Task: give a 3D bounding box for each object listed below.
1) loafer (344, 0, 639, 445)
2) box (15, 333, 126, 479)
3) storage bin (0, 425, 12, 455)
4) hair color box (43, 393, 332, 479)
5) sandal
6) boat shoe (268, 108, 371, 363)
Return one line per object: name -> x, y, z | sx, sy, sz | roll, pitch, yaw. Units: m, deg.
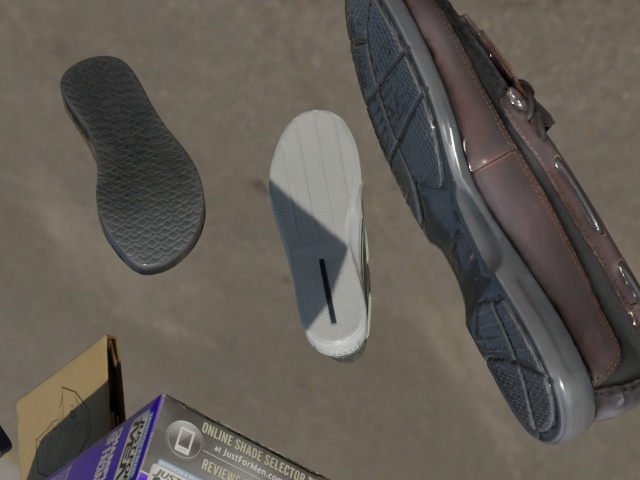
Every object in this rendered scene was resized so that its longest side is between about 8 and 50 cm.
loafer -> 0.109, -0.032, 1.042 | 0.302, 0.095, 0.109 | 67, 161, 13
box -> -0.264, 0.211, 1.877 | 0.201, 0.021, 0.164 | -36, 54, 46
storage bin -> -0.354, 0.174, 1.636 | 0.135, 0.091, 0.098 | 55, -175, 0
hair color box -> -0.157, 0.276, 1.646 | 0.185, 0.110, 0.339 | 30, 142, -18
sandal -> -0.167, -0.067, 1.628 | 0.054, 0.097, 0.254 | 87, 165, -51
boat shoe -> 0.000, 0.000, 2.272 | 0.119, 0.121, 0.335 | 80, -174, -68
